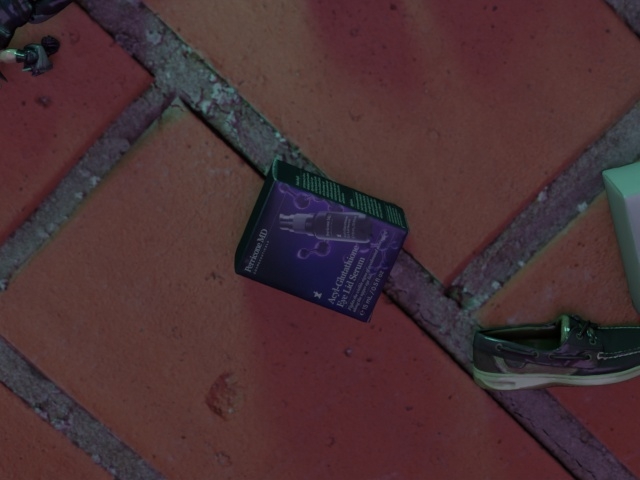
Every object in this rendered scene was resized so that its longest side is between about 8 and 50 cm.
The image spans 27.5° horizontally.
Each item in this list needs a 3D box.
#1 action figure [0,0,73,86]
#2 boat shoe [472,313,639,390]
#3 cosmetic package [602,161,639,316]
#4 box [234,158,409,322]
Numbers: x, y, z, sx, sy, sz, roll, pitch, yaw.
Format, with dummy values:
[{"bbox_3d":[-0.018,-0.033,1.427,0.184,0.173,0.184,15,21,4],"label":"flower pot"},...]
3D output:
[{"bbox_3d":[-0.386,-0.316,1.732,0.285,0.099,0.185,-26,114,15],"label":"action figure"},{"bbox_3d":[0.361,0.155,1.907,0.285,0.103,0.092,-7,114,7],"label":"boat shoe"},{"bbox_3d":[0.538,-0.009,1.837,0.224,0.138,0.224,-16,108,5],"label":"cosmetic package"},{"bbox_3d":[0.000,0.000,1.839,0.207,0.108,0.153,20,108,-8],"label":"box"}]
